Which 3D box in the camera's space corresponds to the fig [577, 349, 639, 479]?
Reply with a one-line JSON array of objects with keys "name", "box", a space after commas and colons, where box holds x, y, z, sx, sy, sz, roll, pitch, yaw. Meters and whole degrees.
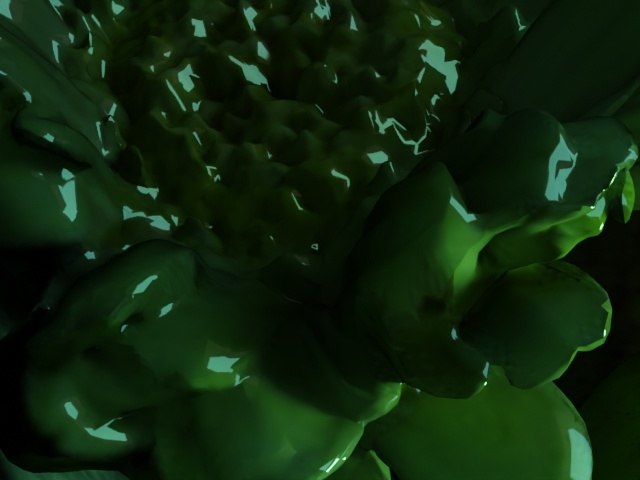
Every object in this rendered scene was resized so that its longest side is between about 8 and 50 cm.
[{"name": "fig", "box": [0.185, 0.161, 0.661, 0.258, 0.258, 0.326, 58, -10, 27]}]

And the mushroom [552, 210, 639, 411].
[{"name": "mushroom", "box": [0.194, 0.068, 0.941, 0.345, 0.345, 0.239, 51, -14, -23]}]

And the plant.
[{"name": "plant", "box": [-0.031, -0.031, 0.558, 0.261, 0.297, 0.305, 30, 56, -7]}]
